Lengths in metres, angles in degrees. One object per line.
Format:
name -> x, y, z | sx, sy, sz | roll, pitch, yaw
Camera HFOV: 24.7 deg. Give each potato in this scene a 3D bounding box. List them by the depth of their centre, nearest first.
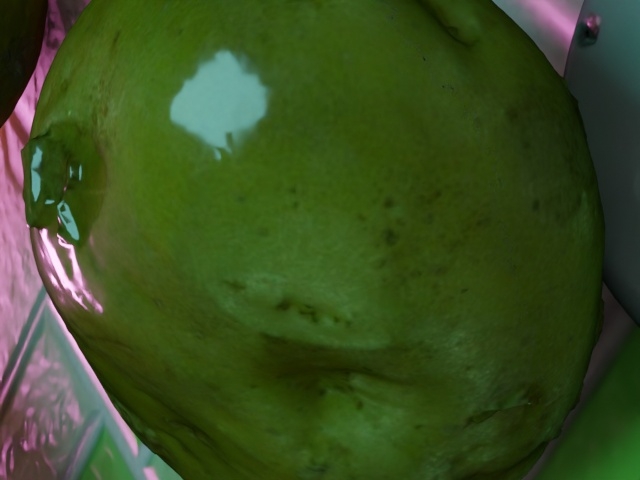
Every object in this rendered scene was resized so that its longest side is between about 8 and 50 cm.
potato -> 0.000, 0.000, 0.452 | 0.148, 0.186, 0.253 | -55, -3, -22

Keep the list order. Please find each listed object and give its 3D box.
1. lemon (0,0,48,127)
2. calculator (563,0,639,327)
lemon -> -0.259, -0.131, 0.725 | 0.284, 0.261, 0.260 | -100, 32, -63
calculator -> 0.166, -0.020, 0.354 | 0.295, 0.042, 0.184 | 29, 108, 51
